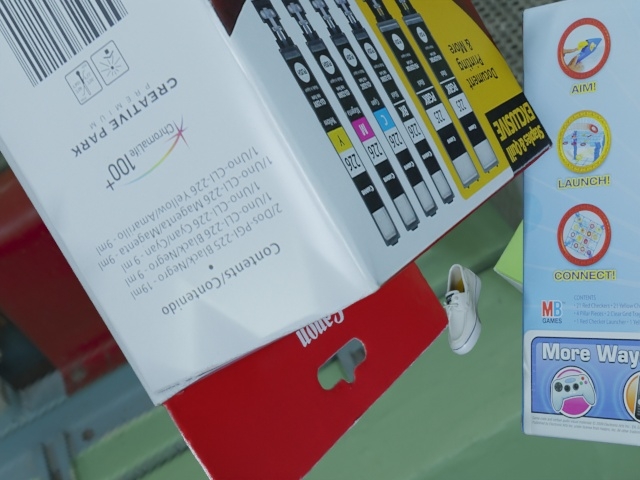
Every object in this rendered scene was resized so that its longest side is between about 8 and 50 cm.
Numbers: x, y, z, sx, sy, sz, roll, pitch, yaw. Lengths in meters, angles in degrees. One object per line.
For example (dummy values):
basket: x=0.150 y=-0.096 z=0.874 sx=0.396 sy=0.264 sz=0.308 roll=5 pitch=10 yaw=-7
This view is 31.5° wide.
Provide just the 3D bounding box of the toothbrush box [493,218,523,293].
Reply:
toothbrush box: x=0.382 y=-0.026 z=1.508 sx=0.122 sy=0.206 sz=0.283 roll=31 pitch=89 yaw=37

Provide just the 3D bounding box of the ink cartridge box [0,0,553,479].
ink cartridge box: x=0.003 y=-0.049 z=0.589 sx=0.130 sy=0.272 sz=0.309 roll=-30 pitch=2 yaw=29

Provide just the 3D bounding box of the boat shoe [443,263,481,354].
boat shoe: x=0.132 y=0.063 z=1.084 sx=0.035 sy=0.035 sz=0.100 roll=-29 pitch=33 yaw=38

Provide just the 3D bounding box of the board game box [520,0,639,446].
board game box: x=0.275 y=-0.018 z=0.715 sx=0.308 sy=0.086 sz=0.302 roll=-2 pitch=85 yaw=46
